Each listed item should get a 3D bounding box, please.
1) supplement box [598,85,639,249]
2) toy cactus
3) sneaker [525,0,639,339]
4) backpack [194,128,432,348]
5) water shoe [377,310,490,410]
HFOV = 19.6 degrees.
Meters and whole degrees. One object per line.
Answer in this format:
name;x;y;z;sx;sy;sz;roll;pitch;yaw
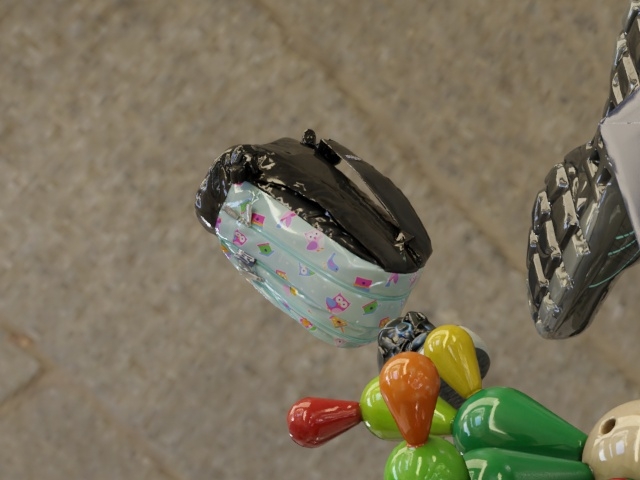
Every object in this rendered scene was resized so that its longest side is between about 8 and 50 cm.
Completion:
supplement box;0.171;-0.022;0.770;0.083;0.083;0.056;29;123;-29
toy cactus;0.082;0.080;0.687;0.180;0.219;0.112;-8;96;-14
sneaker;0.203;-0.037;1.103;0.106;0.101;0.267;11;129;-15
backpack;0.000;0.000;1.511;0.182;0.152;0.115;38;121;20
water shoe;0.065;0.088;1.286;0.080;0.073;0.203;51;169;16
